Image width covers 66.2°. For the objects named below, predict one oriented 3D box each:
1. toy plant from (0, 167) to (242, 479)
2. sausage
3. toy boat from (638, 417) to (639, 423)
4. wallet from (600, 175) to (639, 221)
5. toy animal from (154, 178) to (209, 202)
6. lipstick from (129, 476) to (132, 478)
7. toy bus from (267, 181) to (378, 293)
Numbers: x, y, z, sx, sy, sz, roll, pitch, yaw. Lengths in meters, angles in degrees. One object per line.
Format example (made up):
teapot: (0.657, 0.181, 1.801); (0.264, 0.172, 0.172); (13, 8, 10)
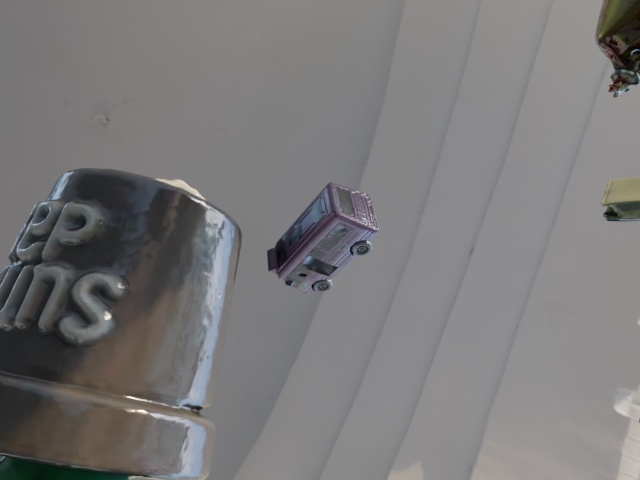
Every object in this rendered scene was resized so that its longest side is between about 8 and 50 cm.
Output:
toy plant: (-0.183, 0.155, 0.330); (0.280, 0.185, 0.399); (15, -110, -7)
sausage: (0.448, -0.330, 0.664); (0.117, 0.125, 0.317); (9, -105, 53)
toy boat: (0.500, 0.254, 0.603); (0.262, 0.115, 0.114); (36, -109, 11)
wallet: (0.458, -0.057, 0.634); (0.155, 0.110, 0.039); (-4, -68, 40)
toy animal: (-0.289, -0.005, 0.844); (0.155, 0.208, 0.204); (58, -32, -1)
lipstick: (-0.415, 0.342, 0.737); (0.305, 0.076, 0.076); (-4, -92, -10)
toy bus: (0.000, 0.000, 0.737); (0.178, 0.099, 0.086); (-47, -142, 36)
